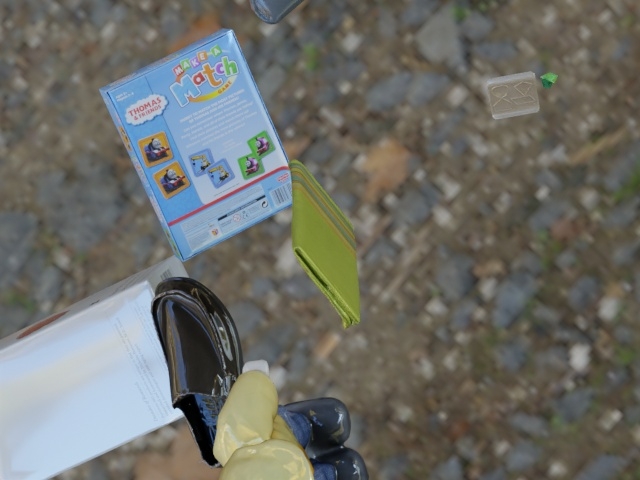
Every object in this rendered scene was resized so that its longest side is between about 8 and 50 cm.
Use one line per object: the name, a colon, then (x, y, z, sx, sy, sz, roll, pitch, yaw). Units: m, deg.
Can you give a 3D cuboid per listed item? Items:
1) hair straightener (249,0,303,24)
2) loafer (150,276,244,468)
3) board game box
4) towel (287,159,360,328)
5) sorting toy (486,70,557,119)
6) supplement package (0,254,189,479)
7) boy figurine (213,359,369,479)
hair straightener: (0.032, -0.277, 1.805, 0.230, 0.047, 0.089, -33, 17, 4)
loafer: (-0.124, 0.143, 2.059, 0.080, 0.220, 0.078, -23, 2, 27)
board game box: (-0.130, -0.107, 2.159, 0.160, 0.211, 0.039, -27, 18, -14)
towel: (0.000, 0.000, 1.908, 0.021, 0.102, 0.237, -36, 19, 13)
sorting toy: (0.240, -0.175, 2.285, 0.083, 0.062, 0.012, -10, 45, 5)
supplement package: (-0.285, 0.167, 2.439, 0.293, 0.175, 0.177, -26, 6, 11)
boy figurine: (-0.031, 0.181, 1.560, 0.092, 0.285, 0.177, -18, 86, 7)
